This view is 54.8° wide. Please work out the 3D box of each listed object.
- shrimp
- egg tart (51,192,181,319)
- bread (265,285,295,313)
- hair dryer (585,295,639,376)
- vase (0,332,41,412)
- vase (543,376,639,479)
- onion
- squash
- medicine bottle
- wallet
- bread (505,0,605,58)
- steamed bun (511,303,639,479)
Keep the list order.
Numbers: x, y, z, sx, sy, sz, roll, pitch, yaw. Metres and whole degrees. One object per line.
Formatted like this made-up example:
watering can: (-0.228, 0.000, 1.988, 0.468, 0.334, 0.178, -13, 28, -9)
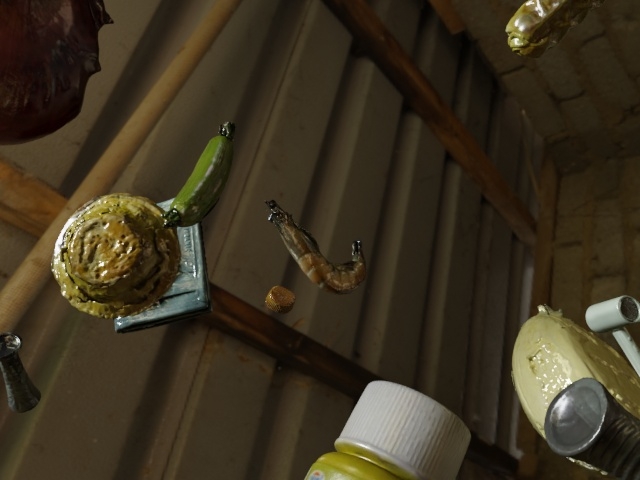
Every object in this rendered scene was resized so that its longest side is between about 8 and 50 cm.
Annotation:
shrimp: (0.000, 0.000, 1.327, 0.262, 0.051, 0.198, 49, -144, 11)
egg tart: (-0.370, 0.023, 1.098, 0.106, 0.241, 0.241, 80, -172, -78)
bread: (-0.118, 0.177, 1.805, 0.085, 0.053, 0.085, 14, -139, -13)
hair dryer: (0.388, 0.131, 0.769, 0.038, 0.063, 0.124, -24, -100, -22)
vase: (-0.539, 0.234, 1.087, 0.059, 0.059, 0.167, -50, -22, -43)
vase: (0.331, 0.224, 0.599, 0.237, 0.115, 0.115, 31, -126, -11)
onion: (-0.478, -0.305, 0.826, 0.341, 0.341, 0.341, 16, -111, -46)
squash: (-0.222, -0.113, 1.197, 0.071, 0.080, 0.318, 20, -134, -1)
medicine bottle: (0.069, 0.424, 0.926, 0.224, 0.224, 0.384, 49, -121, -30)
wallet: (-0.400, 0.044, 1.508, 0.075, 0.237, 0.342, 77, 179, -59)
bread: (0.465, -0.453, 1.155, 0.098, 0.269, 0.087, 41, -165, -25)
steamed bun: (0.416, 0.256, 1.011, 0.232, 0.166, 0.273, 24, -151, -29)
